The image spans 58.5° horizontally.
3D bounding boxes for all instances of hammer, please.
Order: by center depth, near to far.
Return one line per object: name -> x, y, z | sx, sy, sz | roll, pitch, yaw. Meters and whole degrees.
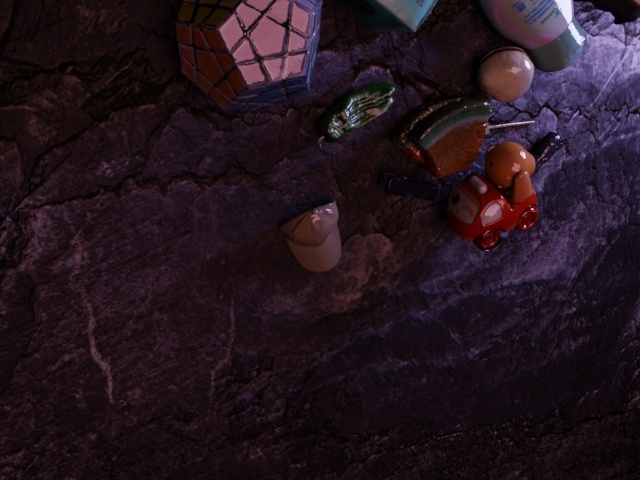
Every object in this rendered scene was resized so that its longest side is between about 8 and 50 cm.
hammer -> 0.533, -0.340, 1.632 | 0.195, 0.028, 0.060 | -11, 107, -23

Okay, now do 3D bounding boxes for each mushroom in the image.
mushroom -> 0.486, -0.441, 1.515 | 0.154, 0.122, 0.154 | -1, 146, -1

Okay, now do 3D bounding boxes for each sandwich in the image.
sandwich -> 0.335, -0.276, 1.518 | 0.292, 0.109, 0.212 | -8, 112, -21

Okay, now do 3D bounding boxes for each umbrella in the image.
umbrella -> 0.620, -0.222, 1.694 | 0.235, 0.059, 0.066 | -44, 99, 0

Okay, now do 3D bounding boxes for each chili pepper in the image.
chili pepper -> 0.087, -0.315, 1.416 | 0.257, 0.074, 0.100 | -33, 119, -9

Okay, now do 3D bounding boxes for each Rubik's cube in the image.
Rubik's cube -> -0.140, -0.418, 1.169 | 0.319, 0.319, 0.264 | -16, 89, -17

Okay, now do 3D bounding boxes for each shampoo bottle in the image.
shampoo bottle -> 0.556, -0.586, 1.470 | 0.349, 0.151, 0.222 | 41, 85, -29

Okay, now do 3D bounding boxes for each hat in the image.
hat -> 0.000, 0.000, 1.478 | 0.166, 0.144, 0.173 | -28, 96, -9

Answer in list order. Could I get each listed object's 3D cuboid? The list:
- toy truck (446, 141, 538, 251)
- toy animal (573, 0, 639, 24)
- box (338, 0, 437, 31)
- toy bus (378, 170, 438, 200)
toy truck -> 0.462, -0.131, 1.551 | 0.265, 0.189, 0.239 | -30, 133, -3
toy animal -> 0.714, -0.684, 1.497 | 0.343, 0.168, 0.106 | 26, 100, -15
box -> 0.082, -0.583, 1.236 | 0.311, 0.205, 0.118 | 27, 99, -29
toy bus -> 0.237, -0.147, 1.547 | 0.172, 0.072, 0.057 | 8, 108, -27
